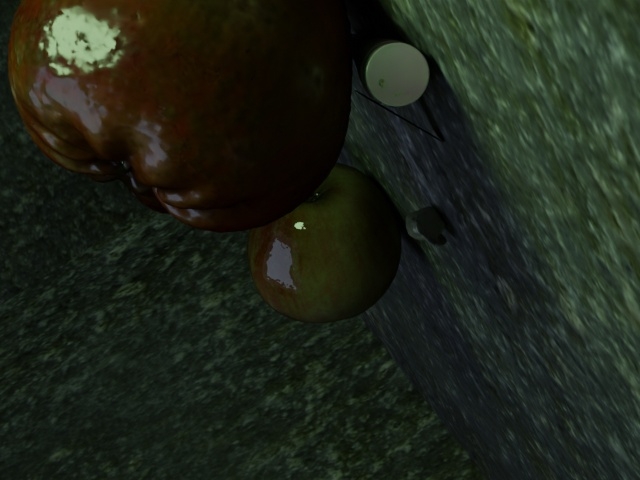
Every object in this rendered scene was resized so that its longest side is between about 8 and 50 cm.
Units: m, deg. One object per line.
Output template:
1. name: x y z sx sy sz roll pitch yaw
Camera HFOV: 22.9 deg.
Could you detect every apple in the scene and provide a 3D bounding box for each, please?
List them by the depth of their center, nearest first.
1. apple: 0.000 0.000 2.517 0.257 0.257 0.234 50 167 49

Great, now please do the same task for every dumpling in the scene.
1. dumpling: 0.145 -0.015 2.174 0.057 0.052 0.076 68 164 -2

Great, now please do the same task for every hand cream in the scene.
1. hand cream: 0.076 -0.191 1.803 0.111 0.070 0.312 56 -177 -9

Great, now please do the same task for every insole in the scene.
1. insole: 0.092 -0.144 1.832 0.135 0.002 0.045 27 -172 -31

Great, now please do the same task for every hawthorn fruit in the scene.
1. hawthorn fruit: -0.131 -0.218 1.770 0.403 0.403 0.403 56 175 8
